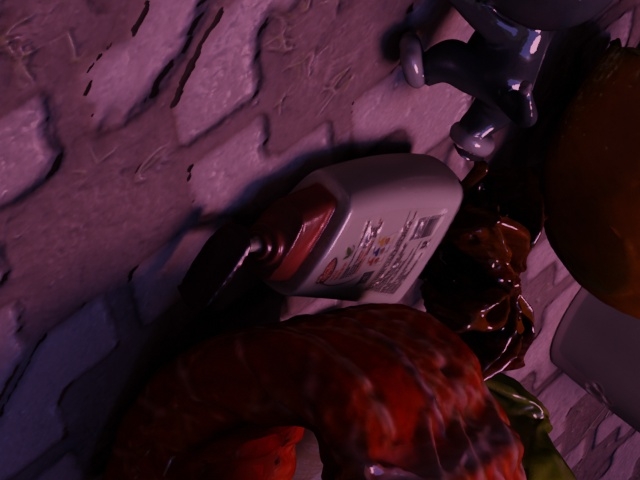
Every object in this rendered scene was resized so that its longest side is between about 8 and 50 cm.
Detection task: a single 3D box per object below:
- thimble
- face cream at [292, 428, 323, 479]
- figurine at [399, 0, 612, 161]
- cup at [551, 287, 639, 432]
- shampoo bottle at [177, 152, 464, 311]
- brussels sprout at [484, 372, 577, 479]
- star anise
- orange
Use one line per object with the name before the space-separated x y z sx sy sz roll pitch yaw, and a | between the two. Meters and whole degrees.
thimble | -0.007 0.231 1.342 0.230 0.350 0.350 -9 134 -48
face cream | -0.022 0.212 1.598 0.137 0.084 0.341 -19 150 -42
figurine | 0.150 -0.182 1.263 0.193 0.140 0.265 4 110 -39
cup | 0.492 0.106 2.014 0.259 0.274 0.357 -27 147 -39
shampoo bottle | 0.000 0.000 1.344 0.284 0.071 0.153 -6 134 -52
brussels sprout | 0.177 0.289 1.783 0.227 0.259 0.294 -18 118 10
star anise | 0.154 0.032 1.574 0.190 0.126 0.220 6 93 -59
orange | 0.337 -0.036 1.572 0.196 0.262 0.334 -53 169 -31
